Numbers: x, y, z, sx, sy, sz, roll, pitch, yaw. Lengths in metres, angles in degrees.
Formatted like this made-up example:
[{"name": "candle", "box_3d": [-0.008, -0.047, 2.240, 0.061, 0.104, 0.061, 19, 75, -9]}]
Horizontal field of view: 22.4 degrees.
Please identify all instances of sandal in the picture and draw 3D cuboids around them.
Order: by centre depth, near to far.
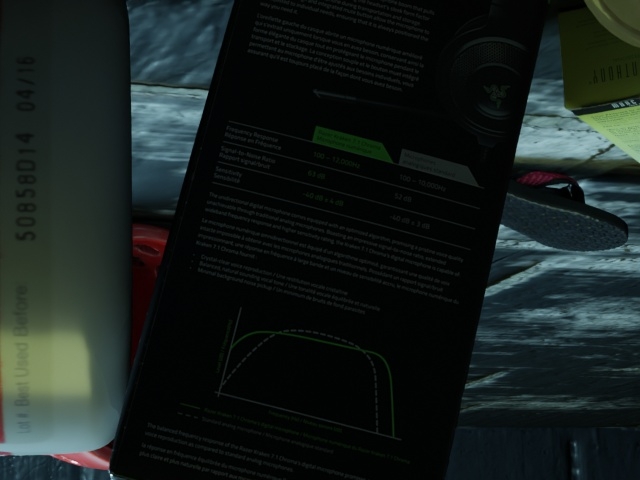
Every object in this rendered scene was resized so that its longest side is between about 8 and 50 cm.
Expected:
[{"name": "sandal", "box_3d": [0.149, -0.034, 1.160, 0.179, 0.040, 0.067, 19, 154, -22]}]

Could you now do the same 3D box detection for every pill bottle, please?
[{"name": "pill bottle", "box_3d": [-0.292, -0.014, 0.729, 0.407, 0.229, 0.229, 0, 167, -9]}]

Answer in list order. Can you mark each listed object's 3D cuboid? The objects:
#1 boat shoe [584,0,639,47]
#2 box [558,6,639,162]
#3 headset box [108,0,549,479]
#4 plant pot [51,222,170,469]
[{"name": "boat shoe", "box_3d": [0.236, -0.160, 0.537, 0.335, 0.095, 0.112, -16, 126, 34]}, {"name": "box", "box_3d": [0.215, -0.077, 0.917, 0.087, 0.058, 0.232, -9, 165, 28]}, {"name": "headset box", "box_3d": [0.000, 0.000, 0.758, 0.131, 0.283, 0.246, 14, 165, -3]}, {"name": "plant pot", "box_3d": [-0.186, 0.087, 1.291, 0.191, 0.191, 0.174, 9, 169, -40]}]
